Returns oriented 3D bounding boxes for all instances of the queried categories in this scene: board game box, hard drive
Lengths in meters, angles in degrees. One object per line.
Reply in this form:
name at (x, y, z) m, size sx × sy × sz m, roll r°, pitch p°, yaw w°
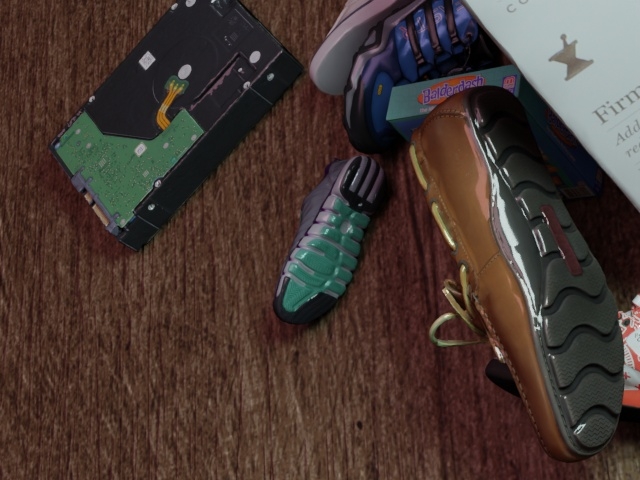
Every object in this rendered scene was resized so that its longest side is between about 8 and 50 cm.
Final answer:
board game box at (0.193, -0.107, 1.718) m, size 0.160 × 0.210 × 0.047 m, roll -7°, pitch 59°, yaw 33°
hard drive at (-0.201, -0.178, 2.150) m, size 0.339 × 0.064 × 0.237 m, roll -47°, pitch 48°, yaw 6°

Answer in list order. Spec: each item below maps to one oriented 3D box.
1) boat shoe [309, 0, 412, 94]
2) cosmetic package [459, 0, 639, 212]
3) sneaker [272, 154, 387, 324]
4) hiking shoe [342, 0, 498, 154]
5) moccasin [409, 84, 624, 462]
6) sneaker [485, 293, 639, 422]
boat shoe at (0.078, -0.298, 1.986) m, size 0.267 × 0.096 × 0.088 m, roll -49°, pitch 44°, yaw 4°
cosmetic package at (0.327, -0.289, 1.541) m, size 0.329 × 0.393 × 0.327 m, roll -36°, pitch 30°, yaw 17°
sneaker at (0.000, 0.000, 1.913) m, size 0.224 × 0.083 × 0.098 m, roll -60°, pitch 27°, yaw -11°
hiking shoe at (0.139, -0.229, 1.889) m, size 0.132 × 0.113 × 0.304 m, roll 29°, pitch 86°, yaw 43°
moccasin at (0.182, 0.039, 1.555) m, size 0.147 × 0.139 × 0.380 m, roll -36°, pitch 74°, yaw 45°
sneaker at (0.307, 0.105, 1.607) m, size 0.270 × 0.090 × 0.145 m, roll 6°, pitch 70°, yaw 35°
